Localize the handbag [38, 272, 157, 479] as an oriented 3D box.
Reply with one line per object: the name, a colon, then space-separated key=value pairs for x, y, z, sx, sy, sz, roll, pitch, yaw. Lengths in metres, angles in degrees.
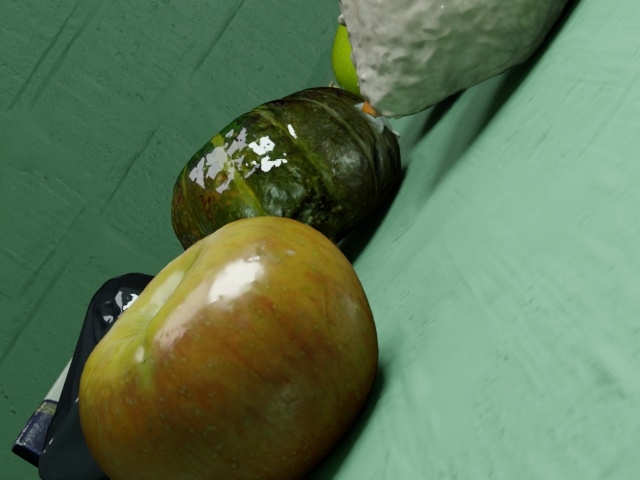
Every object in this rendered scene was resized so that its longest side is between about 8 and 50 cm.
handbag: x=-0.234 y=0.188 z=1.644 sx=0.302 sy=0.178 sz=0.275 roll=-157 pitch=85 yaw=-81

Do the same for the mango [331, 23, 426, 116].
mango: x=0.128 y=-0.242 z=1.370 sx=0.293 sy=0.143 sz=0.175 roll=-37 pitch=19 yaw=40

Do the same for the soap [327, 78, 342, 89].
soap: x=-0.046 y=-0.047 z=1.753 sx=0.324 sy=0.096 sz=0.204 roll=-56 pitch=5 yaw=-7

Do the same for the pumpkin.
pumpkin: x=-0.032 y=-0.038 z=1.359 sx=0.260 sy=0.189 sz=0.260 roll=-37 pitch=-8 yaw=-6

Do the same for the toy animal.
toy animal: x=0.123 y=-0.271 z=1.136 sx=0.358 sy=0.226 sz=0.188 roll=-56 pitch=7 yaw=-7

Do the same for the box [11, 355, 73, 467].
box: x=-0.387 y=0.292 z=2.212 sx=0.259 sy=0.168 sz=0.071 roll=-61 pitch=7 yaw=-34

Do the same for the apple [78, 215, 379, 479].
apple: x=-0.058 y=0.096 z=0.932 sx=0.235 sy=0.173 sz=0.210 roll=-33 pitch=18 yaw=50
